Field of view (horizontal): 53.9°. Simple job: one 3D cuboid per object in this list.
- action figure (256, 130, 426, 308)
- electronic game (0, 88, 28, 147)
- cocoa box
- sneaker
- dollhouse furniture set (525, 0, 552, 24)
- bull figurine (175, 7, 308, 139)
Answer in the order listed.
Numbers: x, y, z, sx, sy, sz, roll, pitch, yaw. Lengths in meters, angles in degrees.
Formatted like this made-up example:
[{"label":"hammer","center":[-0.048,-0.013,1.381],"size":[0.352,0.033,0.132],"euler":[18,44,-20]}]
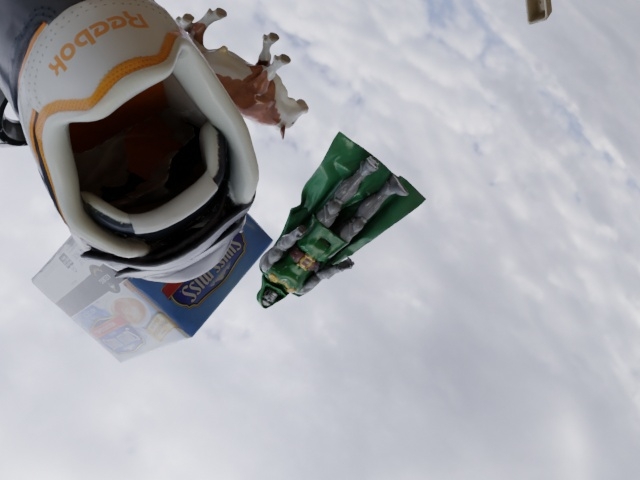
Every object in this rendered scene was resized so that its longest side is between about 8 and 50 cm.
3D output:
[{"label":"action figure","center":[0.000,0.000,0.748],"size":[0.137,0.232,0.063],"euler":[36,-157,-18]},{"label":"electronic game","center":[-0.355,-0.205,0.826],"size":[0.048,0.229,0.229],"euler":[47,-141,3]},{"label":"cocoa box","center":[-0.294,0.037,1.072],"size":[0.228,0.347,0.231],"euler":[48,-126,-13]},{"label":"sneaker","center":[-0.110,-0.030,0.418],"size":[0.126,0.321,0.127],"euler":[-36,-116,-12]},{"label":"dollhouse furniture set","center":[0.269,-0.335,0.790],"size":[0.081,0.091,0.114],"euler":[-16,-78,-30]},{"label":"bull figurine","center":[-0.154,-0.309,1.177],"size":[0.310,0.188,0.101],"euler":[17,-133,-15]}]
